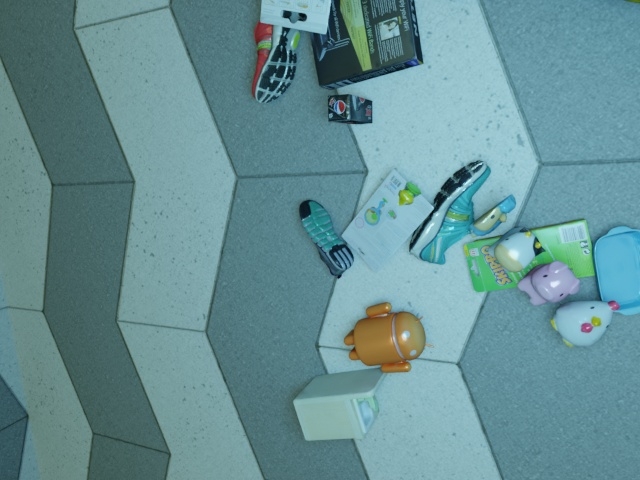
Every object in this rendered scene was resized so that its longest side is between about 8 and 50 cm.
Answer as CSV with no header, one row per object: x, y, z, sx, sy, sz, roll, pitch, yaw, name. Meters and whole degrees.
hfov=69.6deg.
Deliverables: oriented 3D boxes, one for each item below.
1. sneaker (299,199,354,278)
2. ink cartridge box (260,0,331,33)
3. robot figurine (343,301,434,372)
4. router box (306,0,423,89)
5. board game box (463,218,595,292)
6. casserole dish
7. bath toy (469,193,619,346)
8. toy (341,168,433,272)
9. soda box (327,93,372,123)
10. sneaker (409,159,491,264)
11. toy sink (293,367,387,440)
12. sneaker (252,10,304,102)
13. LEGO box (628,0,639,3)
0.000,0.000,1.236,0.223,0.083,0.098,60,153,19,sneaker
-0.040,-0.612,1.053,0.189,0.066,0.232,20,123,21,ink cartridge box
0.171,0.250,1.179,0.220,0.128,0.157,-16,56,26,robot figurine
0.091,-0.538,1.074,0.243,0.081,0.308,-6,98,26,router box
0.471,0.039,1.050,0.260,0.039,0.124,-13,95,23,board game box
0.629,0.062,0.965,0.114,0.037,0.188,-13,95,3,casserole dish
0.467,0.068,0.954,0.348,0.151,0.129,50,131,5,bath toy
0.170,-0.048,1.151,0.137,0.056,0.237,48,128,17,toy
0.073,-0.306,1.082,0.053,0.169,0.060,3,102,23,soda box
0.314,-0.062,1.081,0.110,0.107,0.275,27,117,-3,sneaker
0.074,0.447,1.252,0.234,0.153,0.131,-16,94,25,toy sink
-0.125,-0.496,1.188,0.118,0.107,0.278,27,106,33,sneaker
0.445,-0.509,0.661,0.500,0.373,0.193,42,118,40,LEGO box
